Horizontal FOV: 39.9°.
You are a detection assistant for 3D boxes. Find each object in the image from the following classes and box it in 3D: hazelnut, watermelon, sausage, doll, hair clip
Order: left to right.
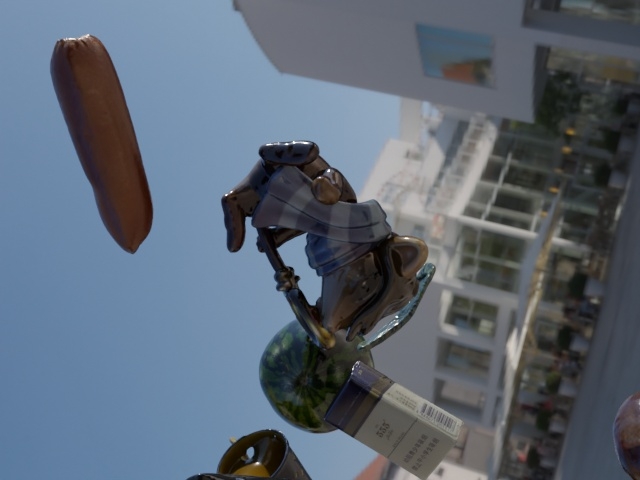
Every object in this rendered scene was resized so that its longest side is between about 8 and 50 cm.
[{"bbox_3d":[-0.278,-0.123,1.153,0.083,0.089,0.300,-24,-62,-21],"label":"sausage"},{"bbox_3d":[-0.008,0.320,2.123,0.285,0.285,0.285,14,-90,-73],"label":"watermelon"},{"bbox_3d":[-0.003,0.002,1.376,0.209,0.340,0.318,-49,9,-26],"label":"doll"},{"bbox_3d":[0.142,0.125,1.577,0.229,0.036,0.066,-47,12,-27],"label":"hair clip"},{"bbox_3d":[0.638,0.370,1.654,0.204,0.178,0.178,-44,-34,-39],"label":"hazelnut"}]

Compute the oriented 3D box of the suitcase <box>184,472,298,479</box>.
[{"bbox_3d":[-0.152,0.552,1.630,0.339,0.345,0.188,-44,42,38],"label":"suitcase"}]

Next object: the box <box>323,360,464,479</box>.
[{"bbox_3d":[0.149,0.379,1.852,0.071,0.259,0.168,-53,-7,-49],"label":"box"}]

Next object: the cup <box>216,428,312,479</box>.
[{"bbox_3d":[-0.105,0.557,2.049,0.255,0.178,0.256,-101,-15,-57],"label":"cup"}]
